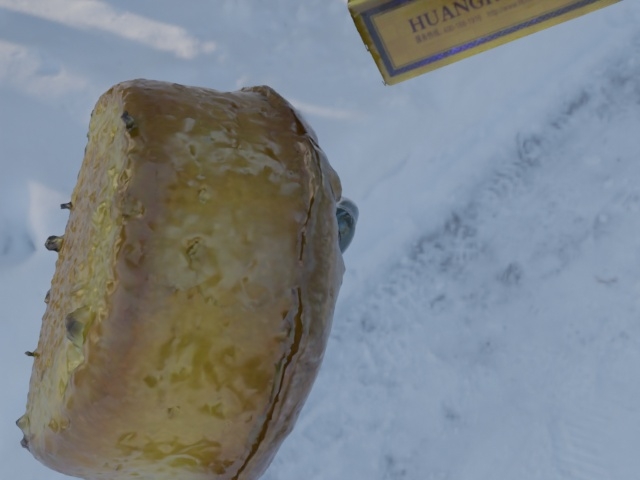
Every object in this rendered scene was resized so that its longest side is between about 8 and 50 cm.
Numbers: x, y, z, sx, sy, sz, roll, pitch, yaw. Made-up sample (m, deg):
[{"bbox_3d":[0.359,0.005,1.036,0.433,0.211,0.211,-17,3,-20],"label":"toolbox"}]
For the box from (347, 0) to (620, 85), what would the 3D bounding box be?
[{"bbox_3d":[0.128,-0.267,0.804,0.193,0.084,0.301,-17,37,17],"label":"box"}]

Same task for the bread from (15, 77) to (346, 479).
[{"bbox_3d":[-0.089,0.021,0.677,0.194,0.179,0.340,14,75,-21],"label":"bread"}]

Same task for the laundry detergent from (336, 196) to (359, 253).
[{"bbox_3d":[0.000,0.000,1.439,0.144,0.078,0.222,-43,6,8],"label":"laundry detergent"}]
